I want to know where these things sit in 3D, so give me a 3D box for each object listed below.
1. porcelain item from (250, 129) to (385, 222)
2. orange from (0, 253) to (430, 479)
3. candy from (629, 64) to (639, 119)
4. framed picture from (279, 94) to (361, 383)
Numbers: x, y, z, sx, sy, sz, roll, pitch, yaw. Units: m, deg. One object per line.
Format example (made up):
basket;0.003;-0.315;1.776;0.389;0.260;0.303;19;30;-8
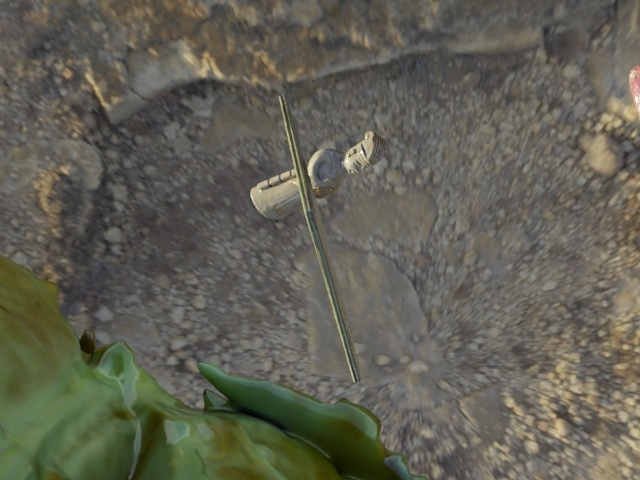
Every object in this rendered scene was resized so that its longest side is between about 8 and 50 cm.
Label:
porcelain item;0.003;-0.094;1.697;0.213;0.084;0.054;-25;61;28
orange;-0.072;0.110;0.318;0.334;0.262;0.196;23;114;-7
candy;0.405;-0.165;1.390;0.043;0.103;0.103;-19;82;24
framed picture;0.000;0.000;1.091;0.010;0.231;0.173;-15;42;1
